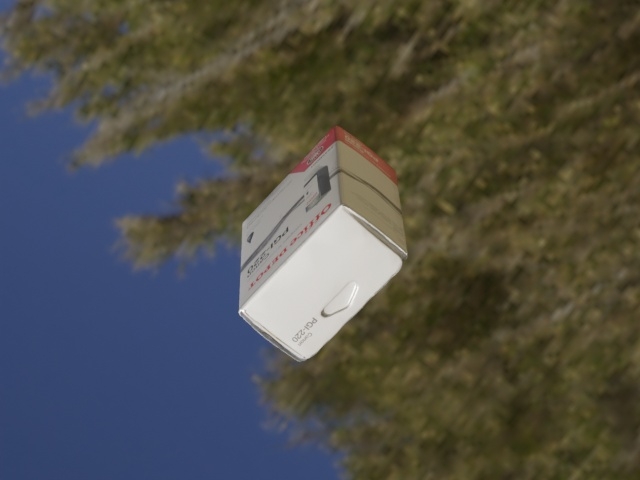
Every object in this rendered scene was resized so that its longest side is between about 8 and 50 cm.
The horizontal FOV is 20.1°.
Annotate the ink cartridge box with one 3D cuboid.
[{"bbox_3d":[0.000,0.000,1.814,0.092,0.158,0.218,38,-162,-18],"label":"ink cartridge box"}]
